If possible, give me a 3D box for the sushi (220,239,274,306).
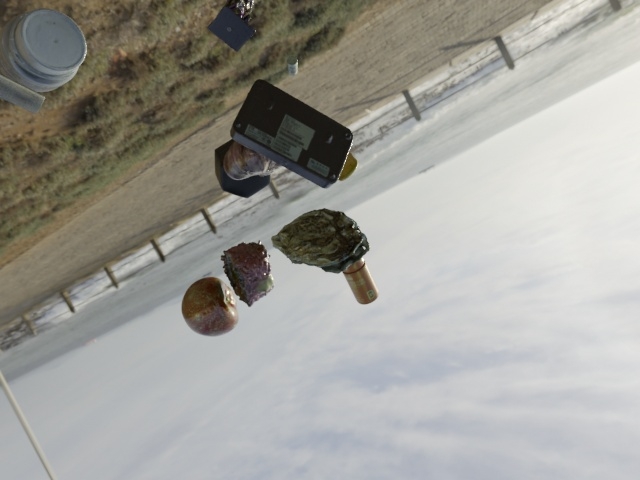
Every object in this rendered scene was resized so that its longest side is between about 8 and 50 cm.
[{"bbox_3d":[-0.293,0.142,1.948,0.171,0.270,0.236,-26,-136,-29],"label":"sushi"}]

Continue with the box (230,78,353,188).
[{"bbox_3d":[-0.079,-0.321,1.384,0.058,0.350,0.211,-32,-145,65],"label":"box"}]

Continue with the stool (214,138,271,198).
[{"bbox_3d":[-0.313,-0.293,1.831,0.232,0.141,0.232,-18,138,-17],"label":"stool"}]

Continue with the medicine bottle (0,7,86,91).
[{"bbox_3d":[-0.984,-0.670,1.614,0.306,0.245,0.245,4,-156,44],"label":"medicine bottle"}]

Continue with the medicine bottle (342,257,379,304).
[{"bbox_3d":[0.144,0.139,1.697,0.096,0.192,0.096,-20,-152,11],"label":"medicine bottle"}]

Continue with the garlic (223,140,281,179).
[{"bbox_3d":[-0.216,-0.303,1.568,0.245,0.161,0.245,-12,-177,1],"label":"garlic"}]

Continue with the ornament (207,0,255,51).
[{"bbox_3d":[-0.188,-0.542,1.036,0.081,0.203,0.088,25,149,-35],"label":"ornament"}]

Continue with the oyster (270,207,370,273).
[{"bbox_3d":[0.000,0.000,1.258,0.198,0.112,0.267,-45,-132,-16],"label":"oyster"}]

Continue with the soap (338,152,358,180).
[{"bbox_3d":[0.086,-0.252,1.536,0.089,0.033,0.168,-38,-153,17],"label":"soap"}]

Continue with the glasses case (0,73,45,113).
[{"bbox_3d":[-0.999,-0.483,1.456,0.071,0.047,0.205,-61,151,2],"label":"glasses case"}]

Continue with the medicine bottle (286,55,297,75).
[{"bbox_3d":[-0.123,-0.765,2.001,0.047,0.047,0.083,-27,170,-8],"label":"medicine bottle"}]

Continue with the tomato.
[{"bbox_3d":[-0.495,0.300,2.024,0.222,0.270,0.270,-23,-178,0],"label":"tomato"}]
